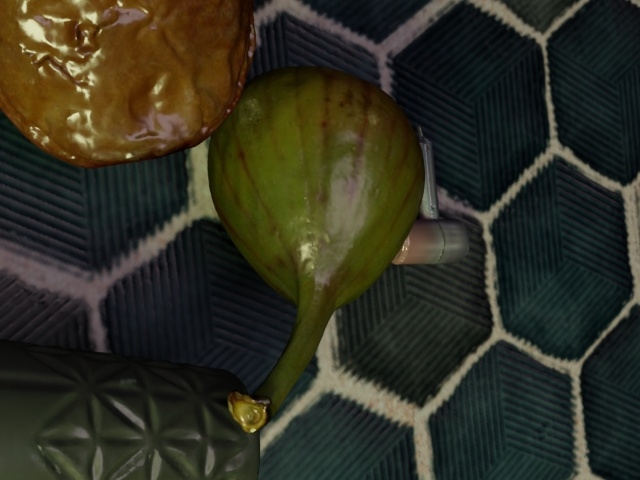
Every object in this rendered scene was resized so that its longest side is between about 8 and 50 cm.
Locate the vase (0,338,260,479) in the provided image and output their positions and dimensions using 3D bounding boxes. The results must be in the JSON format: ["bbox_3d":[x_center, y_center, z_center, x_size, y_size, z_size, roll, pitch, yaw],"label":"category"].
[{"bbox_3d":[-0.187,0.135,0.637,0.300,0.156,0.251,5,73,-31],"label":"vase"}]

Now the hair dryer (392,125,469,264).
[{"bbox_3d":[0.080,-0.038,0.886,0.063,0.037,0.114,1,80,-30],"label":"hair dryer"}]

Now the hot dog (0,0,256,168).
[{"bbox_3d":[-0.133,-0.187,0.668,0.196,0.122,0.272,-16,120,-14],"label":"hot dog"}]

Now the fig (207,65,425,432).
[{"bbox_3d":[0.000,0.000,0.726,0.151,0.151,0.259,28,39,-28],"label":"fig"}]
